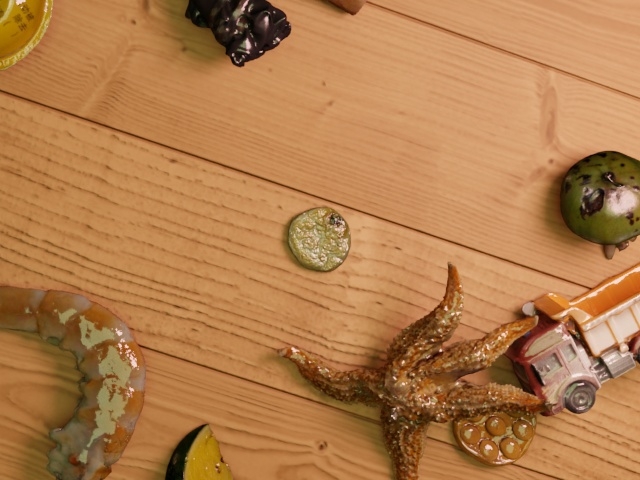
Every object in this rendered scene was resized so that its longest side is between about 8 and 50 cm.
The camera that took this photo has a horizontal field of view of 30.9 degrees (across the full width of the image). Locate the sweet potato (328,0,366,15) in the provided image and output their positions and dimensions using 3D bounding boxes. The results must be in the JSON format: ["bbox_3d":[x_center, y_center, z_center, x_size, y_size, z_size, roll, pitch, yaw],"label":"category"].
[{"bbox_3d":[-0.058,-0.370,1.392,0.281,0.067,0.059,36,116,-7],"label":"sweet potato"}]

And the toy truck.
[{"bbox_3d":[0.364,0.106,1.445,0.270,0.114,0.135,-29,100,-1],"label":"toy truck"}]

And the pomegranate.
[{"bbox_3d":[0.362,-0.040,1.441,0.122,0.122,0.161,-28,134,-1],"label":"pomegranate"}]

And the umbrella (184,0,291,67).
[{"bbox_3d":[-0.147,-0.329,1.374,0.272,0.122,0.110,52,47,-3],"label":"umbrella"}]

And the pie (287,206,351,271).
[{"bbox_3d":[0.000,0.000,1.457,0.085,0.017,0.085,0,95,-5],"label":"pie"}]

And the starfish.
[{"bbox_3d":[0.145,0.183,1.408,0.293,0.084,0.301,-34,95,24],"label":"starfish"}]

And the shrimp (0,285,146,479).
[{"bbox_3d":[-0.315,0.158,1.427,0.185,0.068,0.287,-37,95,-2],"label":"shrimp"}]

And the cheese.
[{"bbox_3d":[-0.434,-0.271,1.375,0.270,0.069,0.177,-32,96,3],"label":"cheese"}]

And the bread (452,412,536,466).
[{"bbox_3d":[0.225,0.239,1.492,0.110,0.024,0.110,0,95,-5],"label":"bread"}]

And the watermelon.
[{"bbox_3d":[-0.145,0.332,1.451,0.092,0.075,0.181,-21,95,-5],"label":"watermelon"}]
